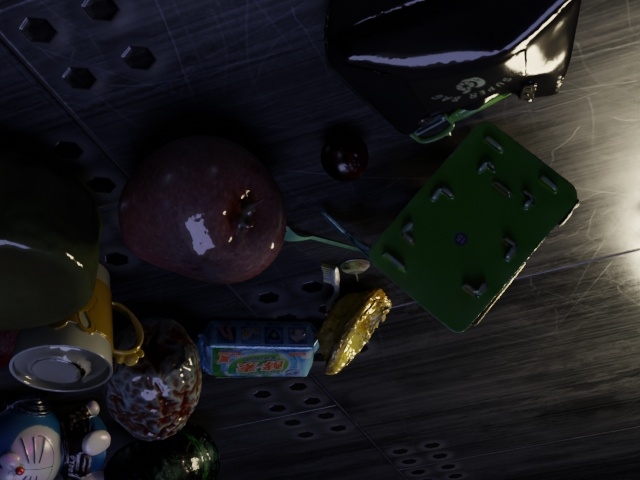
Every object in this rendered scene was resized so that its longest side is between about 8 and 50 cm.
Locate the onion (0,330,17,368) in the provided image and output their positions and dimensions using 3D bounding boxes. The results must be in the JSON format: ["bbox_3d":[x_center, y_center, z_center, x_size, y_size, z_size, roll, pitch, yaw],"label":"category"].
[{"bbox_3d":[-0.665,0.198,1.677,0.159,0.195,0.159,2,153,1],"label":"onion"}]

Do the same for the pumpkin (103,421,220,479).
[{"bbox_3d":[-0.407,0.621,2.227,0.315,0.238,0.315,-31,164,-10],"label":"pumpkin"}]

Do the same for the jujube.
[{"bbox_3d":[-0.362,0.300,1.825,0.226,0.226,0.317,6,146,-13],"label":"jujube"}]

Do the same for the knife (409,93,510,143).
[{"bbox_3d":[0.241,-0.204,1.340,0.212,0.015,0.054,-27,140,30],"label":"knife"}]

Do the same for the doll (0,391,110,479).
[{"bbox_3d":[-0.702,0.513,2.104,0.310,0.240,0.284,0,107,-29],"label":"doll"}]

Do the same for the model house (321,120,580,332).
[{"bbox_3d":[0.212,-0.036,1.496,0.300,0.340,0.323,-49,167,-3],"label":"model house"}]

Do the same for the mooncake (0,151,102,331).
[{"bbox_3d":[-0.539,0.002,1.389,0.356,0.194,0.356,-6,151,-4],"label":"mooncake"}]

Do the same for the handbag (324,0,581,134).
[{"bbox_3d":[0.192,-0.252,1.168,0.342,0.152,0.288,-13,156,15],"label":"handbag"}]

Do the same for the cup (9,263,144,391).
[{"bbox_3d":[-0.455,0.162,1.618,0.241,0.226,0.185,10,142,-22],"label":"cup"}]

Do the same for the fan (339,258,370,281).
[{"bbox_3d":[0.064,0.058,1.711,0.060,0.003,0.080,10,143,-18],"label":"fan"}]

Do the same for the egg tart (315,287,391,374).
[{"bbox_3d":[0.060,0.179,1.759,0.090,0.212,0.212,34,150,19],"label":"egg tart"}]

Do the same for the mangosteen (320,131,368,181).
[{"bbox_3d":[0.036,-0.135,1.368,0.081,0.081,0.081,-3,145,-2],"label":"mangosteen"}]

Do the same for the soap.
[{"bbox_3d":[-0.141,0.242,1.892,0.293,0.077,0.156,1,145,-6],"label":"soap"}]

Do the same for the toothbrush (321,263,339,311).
[{"bbox_3d":[0.025,0.157,1.827,0.037,0.028,0.375,15,148,12],"label":"toothbrush"}]

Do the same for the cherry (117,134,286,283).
[{"bbox_3d":[-0.192,-0.044,1.359,0.307,0.221,0.261,-13,138,35],"label":"cherry"}]

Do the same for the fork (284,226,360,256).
[{"bbox_3d":[0.000,0.002,1.608,0.235,0.021,0.039,16,143,-26],"label":"fork"}]
